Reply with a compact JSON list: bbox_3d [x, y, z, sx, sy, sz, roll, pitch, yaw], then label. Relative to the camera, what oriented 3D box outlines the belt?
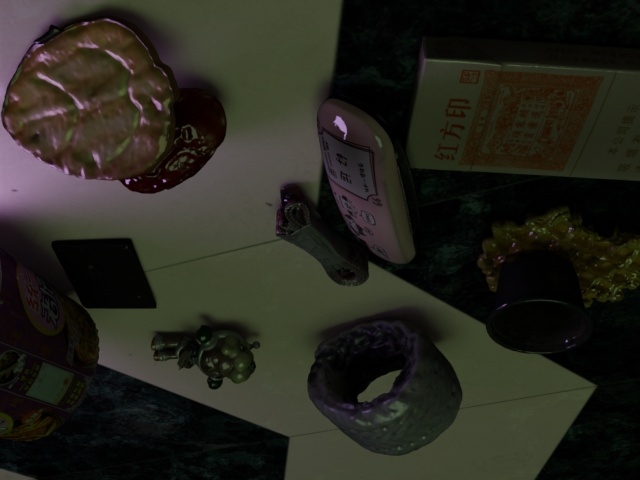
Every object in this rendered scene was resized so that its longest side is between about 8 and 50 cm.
[{"bbox_3d":[0.000,0.000,1.417,0.071,0.053,0.232,-19,139,25],"label":"belt"}]

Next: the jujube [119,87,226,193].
[{"bbox_3d":[-0.201,-0.129,1.205,0.176,0.109,0.112,-26,170,27],"label":"jujube"}]

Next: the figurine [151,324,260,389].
[{"bbox_3d":[-0.208,0.209,1.663,0.197,0.093,0.147,-3,127,6],"label":"figurine"}]

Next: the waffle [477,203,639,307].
[{"bbox_3d":[0.383,0.032,1.453,0.291,0.051,0.291,1,142,1],"label":"waffle"}]

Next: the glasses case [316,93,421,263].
[{"bbox_3d":[0.069,-0.076,1.264,0.122,0.075,0.314,29,155,30],"label":"glasses case"}]

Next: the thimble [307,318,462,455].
[{"bbox_3d":[0.109,0.252,1.625,0.245,0.217,0.157,-5,142,35],"label":"thimble"}]

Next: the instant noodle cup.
[{"bbox_3d":[-0.529,0.170,1.449,0.340,0.340,0.266,-18,147,23],"label":"instant noodle cup"}]

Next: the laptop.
[{"bbox_3d":[-0.357,0.062,1.535,0.135,0.016,0.197,-2,143,5],"label":"laptop"}]

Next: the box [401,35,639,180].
[{"bbox_3d":[0.297,-0.165,1.192,0.365,0.051,0.204,3,145,-3],"label":"box"}]

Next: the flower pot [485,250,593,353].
[{"bbox_3d":[0.333,0.090,1.407,0.157,0.107,0.157,7,145,5],"label":"flower pot"}]

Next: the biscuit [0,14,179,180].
[{"bbox_3d":[-0.289,-0.170,1.145,0.260,0.041,0.203,-10,110,24],"label":"biscuit"}]
